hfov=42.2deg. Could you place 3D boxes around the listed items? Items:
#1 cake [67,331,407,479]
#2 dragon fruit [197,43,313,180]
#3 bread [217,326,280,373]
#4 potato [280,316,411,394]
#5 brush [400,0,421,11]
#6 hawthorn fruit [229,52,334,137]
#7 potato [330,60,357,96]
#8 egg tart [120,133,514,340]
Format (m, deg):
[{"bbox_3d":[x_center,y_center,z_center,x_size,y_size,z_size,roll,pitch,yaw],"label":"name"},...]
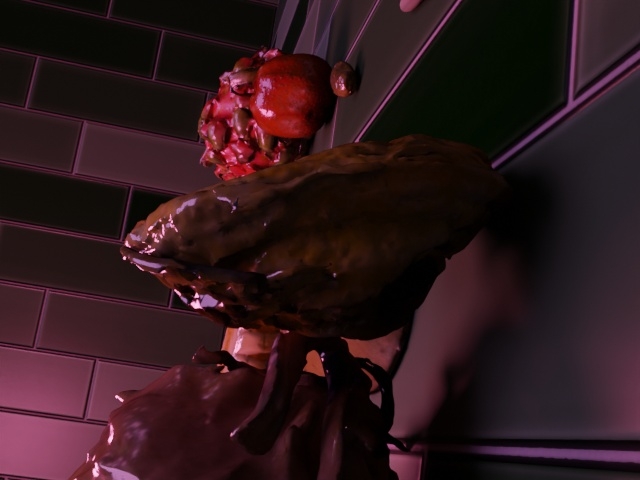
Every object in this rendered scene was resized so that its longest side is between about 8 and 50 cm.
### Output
[{"bbox_3d":[-0.041,0.235,0.674,0.321,0.332,0.332,-47,6,-8],"label":"cake"},{"bbox_3d":[-0.127,-0.251,1.738,0.303,0.231,0.237,-61,10,15],"label":"dragon fruit"},{"bbox_3d":[-0.116,0.221,1.476,0.173,0.121,0.311,-161,83,-77],"label":"bread"},{"bbox_3d":[0.019,0.048,0.941,0.299,0.115,0.239,175,110,-78],"label":"potato"},{"bbox_3d":[0.121,-0.294,0.897,0.299,0.042,0.039,-168,85,-81],"label":"brush"},{"bbox_3d":[-0.071,-0.268,1.531,0.157,0.193,0.157,-176,90,-89],"label":"hawthorn fruit"},{"bbox_3d":[0.036,-0.257,1.332,0.046,0.045,0.092,-38,28,16],"label":"potato"},{"bbox_3d":[-0.003,0.011,0.616,0.297,0.297,0.132,149,114,-77],"label":"egg tart"}]
